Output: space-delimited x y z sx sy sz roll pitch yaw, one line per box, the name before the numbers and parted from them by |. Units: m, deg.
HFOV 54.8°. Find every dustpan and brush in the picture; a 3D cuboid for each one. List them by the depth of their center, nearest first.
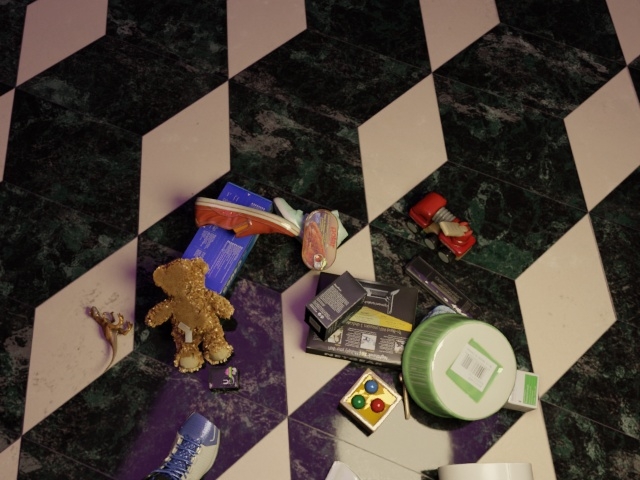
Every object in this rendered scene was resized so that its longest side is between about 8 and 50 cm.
dustpan and brush | 0.101 0.717 1.679 0.211 0.060 0.147 26 70 15

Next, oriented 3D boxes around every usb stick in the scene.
usb stick | 0.380 0.156 1.926 0.278 0.045 0.077 41 65 14

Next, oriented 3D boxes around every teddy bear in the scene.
teddy bear | -0.376 0.217 1.804 0.245 0.113 0.337 -32 94 4

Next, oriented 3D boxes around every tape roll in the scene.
tape roll | 0.435 0.671 1.605 0.246 0.246 0.169 -1 67 -3

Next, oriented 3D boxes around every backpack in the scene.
backpack | 0.363 0.254 1.862 0.105 0.084 0.114 40 68 10

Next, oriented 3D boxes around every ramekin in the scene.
ramekin | 0.396 0.357 1.733 0.304 0.148 0.303 2 84 -15

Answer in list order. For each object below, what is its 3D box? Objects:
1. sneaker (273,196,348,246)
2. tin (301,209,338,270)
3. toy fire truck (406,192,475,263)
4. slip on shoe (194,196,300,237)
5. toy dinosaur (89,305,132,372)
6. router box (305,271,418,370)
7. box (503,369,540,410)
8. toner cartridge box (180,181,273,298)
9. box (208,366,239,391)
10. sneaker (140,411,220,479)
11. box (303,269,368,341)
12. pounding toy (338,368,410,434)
sneaker | -0.028 -0.070 1.974 0.151 0.094 0.256 -42 85 -11
tin | 0.000 0.000 1.898 0.106 0.040 0.189 6 84 3
toy fire truck | 0.375 -0.053 1.903 0.158 0.246 0.217 -39 74 -17
slip on shoe | -0.226 -0.053 1.878 0.332 0.123 0.101 12 90 2
toy dinosaur | -0.617 0.279 1.831 0.112 0.064 0.211 -35 63 3
router box | 0.126 0.242 1.858 0.309 0.081 0.242 11 67 2
box | 0.575 0.435 1.786 0.087 0.102 0.101 11 68 4
toner cartridge box | -0.300 -0.001 1.945 0.165 0.075 0.347 26 69 6
box | -0.279 0.402 1.789 0.083 0.052 0.062 -2 66 -2
sneaker | -0.376 0.614 1.626 0.128 0.182 0.315 25 69 6
box | 0.041 0.188 1.747 0.158 0.156 0.093 -40 75 -17
pounding toy | 0.187 0.449 1.767 0.181 0.094 0.206 39 72 13
